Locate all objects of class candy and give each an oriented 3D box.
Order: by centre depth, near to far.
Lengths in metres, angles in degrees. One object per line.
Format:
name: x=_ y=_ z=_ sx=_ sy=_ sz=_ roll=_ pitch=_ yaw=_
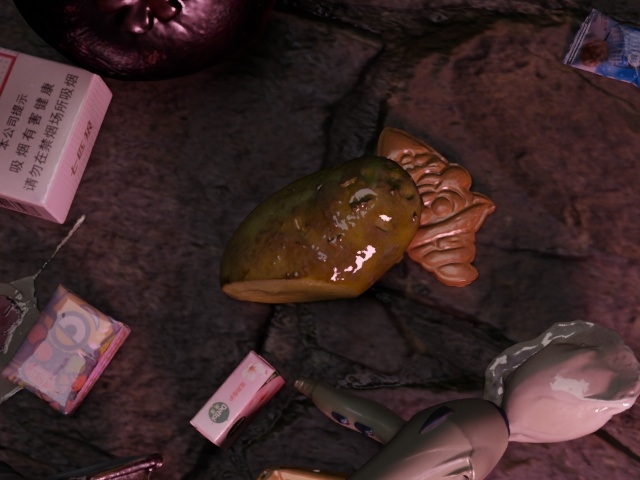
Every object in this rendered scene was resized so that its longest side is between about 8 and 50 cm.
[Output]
candy: x=0.409 y=-0.261 z=1.935 sx=0.136 sy=0.038 sz=0.088 roll=23 pitch=92 yaw=21

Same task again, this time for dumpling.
dumpling: x=0.296 y=0.175 z=1.779 sx=0.228 sy=0.124 sz=0.151 roll=-19 pitch=55 yaw=27

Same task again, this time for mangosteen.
mangosteen: x=-0.241 y=-0.417 z=1.935 sx=0.382 sy=0.382 sz=0.435 roll=-16 pitch=33 yaw=3

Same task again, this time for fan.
fan: x=-0.425 y=0.085 z=1.965 sx=0.182 sy=0.010 sz=0.310 roll=33 pitch=81 yaw=16

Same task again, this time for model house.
model house: x=-0.282 y=0.365 z=1.826 sx=0.165 sy=0.106 sz=0.152 roll=-17 pitch=81 yaw=40

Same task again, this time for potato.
potato: x=0.000 y=0.000 z=1.861 sx=0.298 sy=0.141 sz=0.176 roll=-30 pitch=56 yaw=17

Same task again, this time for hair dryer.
hair dryer: x=0.052 y=0.262 z=1.704 sx=0.298 sy=0.296 sz=0.119 roll=8 pitch=113 yaw=22

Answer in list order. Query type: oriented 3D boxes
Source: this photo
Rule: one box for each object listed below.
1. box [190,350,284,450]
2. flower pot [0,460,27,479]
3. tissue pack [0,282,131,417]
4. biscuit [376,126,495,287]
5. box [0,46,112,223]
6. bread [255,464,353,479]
box: x=-0.106 y=0.210 z=1.841 sx=0.043 sy=0.089 sz=0.125 roll=38 pitch=84 yaw=16
flower pot: x=-0.444 y=0.369 z=1.793 sx=0.243 sy=0.157 sz=0.189 roll=37 pitch=106 yaw=29
tissue pack: x=-0.343 y=0.149 z=1.904 sx=0.108 sy=0.060 sz=0.148 roll=31 pitch=79 yaw=10
biscuit: x=0.143 y=-0.050 z=1.915 sx=0.162 sy=0.035 sz=0.250 roll=-26 pitch=70 yaw=-4
box: x=-0.489 y=-0.169 z=2.009 sx=0.330 sy=0.095 sz=0.210 roll=15 pitch=76 yaw=14
bread: x=0.024 y=0.367 z=1.752 sx=0.241 sy=0.107 sz=0.136 roll=8 pitch=56 yaw=8
